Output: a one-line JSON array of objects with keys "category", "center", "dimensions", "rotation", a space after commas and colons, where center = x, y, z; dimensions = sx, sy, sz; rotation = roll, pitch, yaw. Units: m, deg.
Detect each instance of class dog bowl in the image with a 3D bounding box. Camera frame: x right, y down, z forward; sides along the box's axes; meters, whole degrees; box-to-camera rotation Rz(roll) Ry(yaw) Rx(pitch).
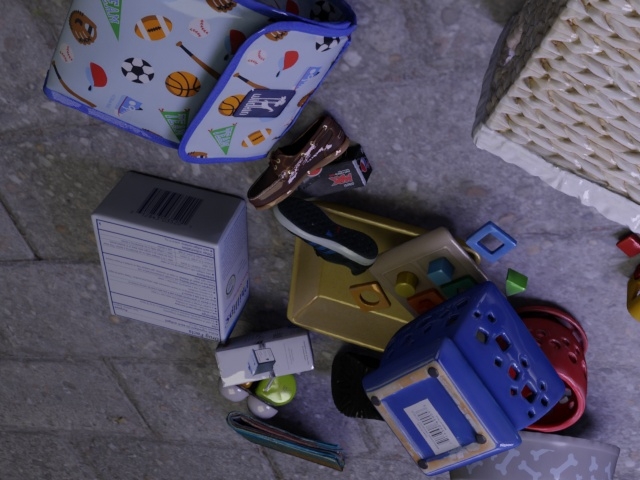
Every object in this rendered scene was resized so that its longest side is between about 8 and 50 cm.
[{"category": "dog bowl", "center": [0.417, 0.452, 1.608], "dimensions": [0.348, 0.102, 0.349], "rotation": [6, 162, 2]}]

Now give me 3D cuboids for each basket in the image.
[{"category": "basket", "center": [0.404, -0.216, 0.977], "dimensions": [0.331, 0.328, 0.266], "rotation": [28, 133, -2]}]

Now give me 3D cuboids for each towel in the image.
[{"category": "towel", "center": [-0.071, 0.479, 1.894], "dimensions": [0.271, 0.040, 0.370], "rotation": [16, 162, 9]}]

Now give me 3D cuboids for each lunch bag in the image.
[{"category": "lunch bag", "center": [-0.181, -0.301, 1.224], "dimensions": [0.385, 0.239, 0.328], "rotation": [23, 136, -20]}]

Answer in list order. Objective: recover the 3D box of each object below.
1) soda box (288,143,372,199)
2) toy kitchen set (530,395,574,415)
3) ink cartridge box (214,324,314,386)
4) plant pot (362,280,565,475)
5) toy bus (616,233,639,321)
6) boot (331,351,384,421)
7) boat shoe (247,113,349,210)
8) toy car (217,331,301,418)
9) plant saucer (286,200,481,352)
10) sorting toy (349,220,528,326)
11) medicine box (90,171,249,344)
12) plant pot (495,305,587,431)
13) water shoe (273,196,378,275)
[{"category": "soda box", "center": [0.003, -0.117, 1.425], "dimensions": [0.169, 0.053, 0.060], "rotation": [-11, 124, 30]}, {"category": "toy kitchen set", "center": [0.472, 0.327, 1.638], "dimensions": [0.083, 0.075, 0.068], "rotation": [-30, 125, -5]}, {"category": "ink cartridge box", "center": [-0.113, 0.235, 1.674], "dimensions": [0.190, 0.139, 0.082], "rotation": [-13, 94, 0]}, {"category": "plant pot", "center": [0.224, 0.242, 1.326], "dimensions": [0.236, 0.212, 0.236], "rotation": [-35, 90, 41]}, {"category": "toy bus", "center": [0.589, 0.063, 1.300], "dimensions": [0.191, 0.104, 0.202], "rotation": [-9, 126, 29]}, {"category": "boot", "center": [0.195, 0.318, 1.679], "dimensions": [0.260, 0.131, 0.348], "rotation": [6, 180, -27]}, {"category": "boat shoe", "center": [-0.050, -0.137, 1.375], "dimensions": [0.207, 0.073, 0.073], "rotation": [-39, 130, 8]}, {"category": "toy car", "center": [-0.141, 0.303, 1.817], "dimensions": [0.182, 0.159, 0.136], "rotation": [32, 169, -7]}, {"category": "plant saucer", "center": [0.114, 0.071, 1.527], "dimensions": [0.332, 0.081, 0.333], "rotation": [16, 134, 8]}, {"category": "sorting toy", "center": [0.200, 0.085, 1.414], "dimensions": [0.347, 0.047, 0.196], "rotation": [-26, 116, 38]}, {"category": "medicine box", "center": [-0.293, 0.040, 1.624], "dimensions": [0.263, 0.149, 0.289], "rotation": [14, 134, 12]}, {"category": "plant pot", "center": [0.395, 0.226, 1.479], "dimensions": [0.191, 0.174, 0.191], "rotation": [12, 134, 13]}, {"category": "water shoe", "center": [0.000, 0.000, 1.407], "dimensions": [0.203, 0.073, 0.080], "rotation": [29, 139, -1]}]
